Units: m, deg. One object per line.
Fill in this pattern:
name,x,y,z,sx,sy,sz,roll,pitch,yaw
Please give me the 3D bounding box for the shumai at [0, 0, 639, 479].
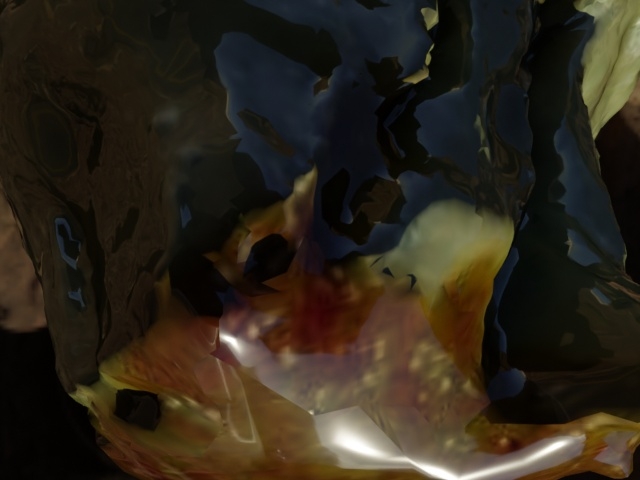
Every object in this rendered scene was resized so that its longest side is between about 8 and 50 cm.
shumai,0.013,-0.059,0.489,0.397,0.324,0.323,91,-4,-55
